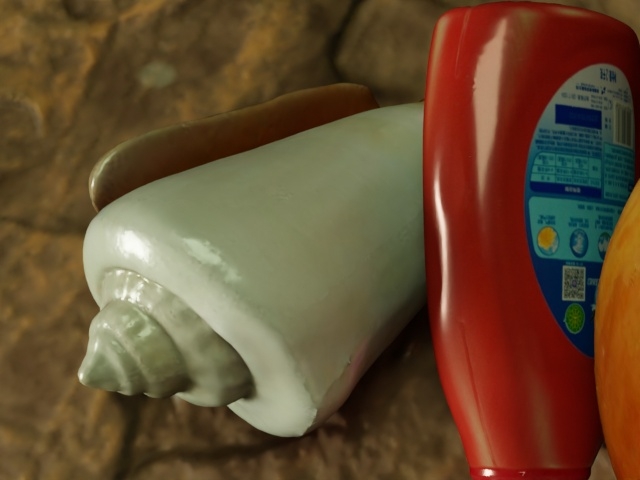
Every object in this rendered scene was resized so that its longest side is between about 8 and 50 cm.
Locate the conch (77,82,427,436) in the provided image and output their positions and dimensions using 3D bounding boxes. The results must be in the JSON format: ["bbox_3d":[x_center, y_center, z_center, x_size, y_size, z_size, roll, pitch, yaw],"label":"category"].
[{"bbox_3d":[-0.007,-0.009,0.607,0.176,0.094,0.104,-48,22,-20],"label":"conch"}]

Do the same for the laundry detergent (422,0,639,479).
[{"bbox_3d":[0.065,0.017,0.580,0.049,0.097,0.165,-2,85,39],"label":"laundry detergent"}]

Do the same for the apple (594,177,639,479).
[{"bbox_3d":[0.159,0.024,0.495,0.199,0.199,0.199,-6,59,10],"label":"apple"}]
